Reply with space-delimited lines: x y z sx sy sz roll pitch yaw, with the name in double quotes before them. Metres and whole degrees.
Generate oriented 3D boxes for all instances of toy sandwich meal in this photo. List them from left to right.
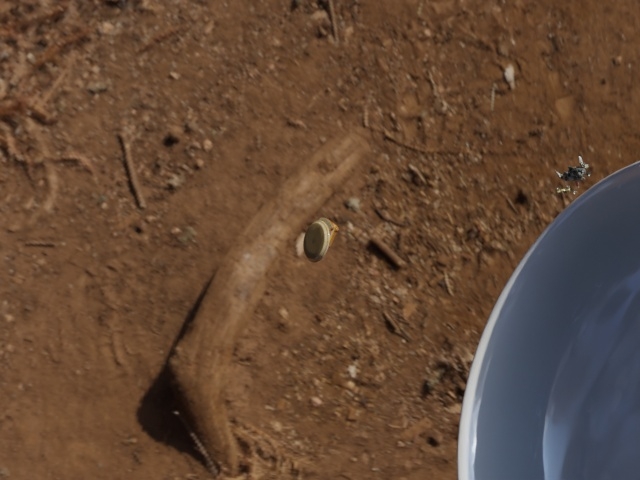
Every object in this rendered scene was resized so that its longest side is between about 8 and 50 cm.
"toy sandwich meal" 0.000 0.000 1.660 0.085 0.029 0.086 -19 67 51

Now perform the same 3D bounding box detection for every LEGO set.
"LEGO set" 0.394 -0.095 1.421 0.054 0.083 0.023 -6 51 14

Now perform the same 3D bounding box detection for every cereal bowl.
"cereal bowl" 0.245 0.119 0.615 0.339 0.141 0.339 -48 29 39
